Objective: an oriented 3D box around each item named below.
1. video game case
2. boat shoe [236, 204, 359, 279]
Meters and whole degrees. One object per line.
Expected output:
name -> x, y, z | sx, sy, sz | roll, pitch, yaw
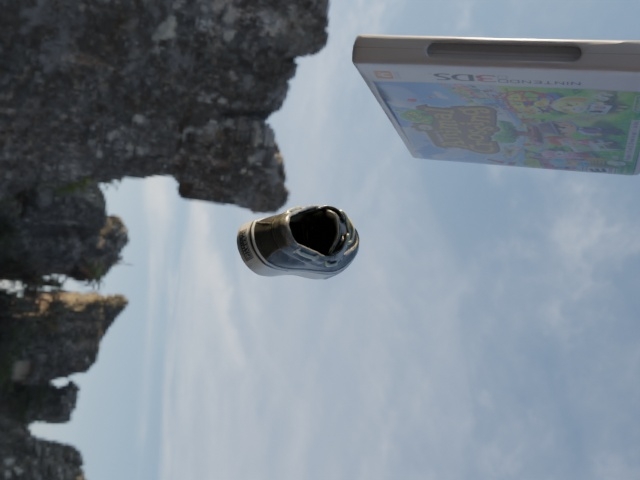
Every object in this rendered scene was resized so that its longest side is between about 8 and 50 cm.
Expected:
video game case -> 0.142, -0.094, 0.566 | 0.212, 0.193, 0.023 | 33, 65, -69
boat shoe -> 0.000, 0.000, 0.830 | 0.070, 0.219, 0.078 | -23, -97, 27
